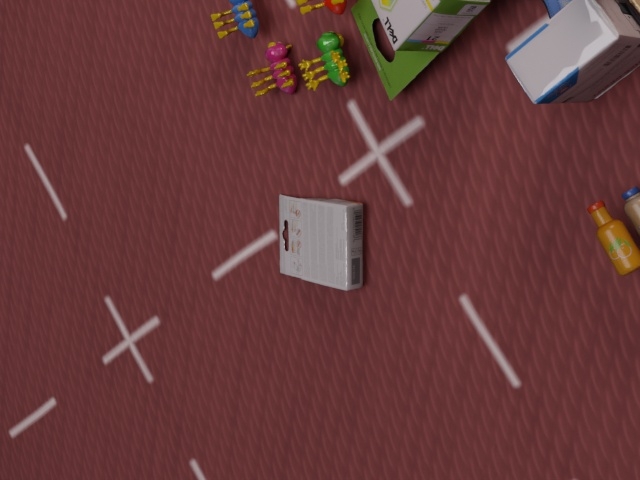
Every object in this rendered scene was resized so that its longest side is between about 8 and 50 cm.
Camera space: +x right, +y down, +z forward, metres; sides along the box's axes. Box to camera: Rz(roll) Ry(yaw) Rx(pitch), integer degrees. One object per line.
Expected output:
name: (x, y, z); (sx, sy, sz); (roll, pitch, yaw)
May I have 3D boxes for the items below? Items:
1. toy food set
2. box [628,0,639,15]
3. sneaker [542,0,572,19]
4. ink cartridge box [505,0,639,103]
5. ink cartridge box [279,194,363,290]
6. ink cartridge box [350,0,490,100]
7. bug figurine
toy food set: (0.479, -0.055, 1.409); (0.232, 0.111, 0.104); (-35, 79, 36)
box: (0.483, -0.356, 1.348); (0.201, 0.021, 0.164); (-37, 87, 11)
sneaker: (0.262, -0.416, 1.478); (0.330, 0.130, 0.147); (51, 119, 15)
ink cartridge box: (0.353, -0.251, 1.409); (0.140, 0.191, 0.082); (-39, 75, 32)
ink cartridge box: (0.000, 0.000, 1.799); (0.179, 0.045, 0.145); (13, 108, 51)
ink cartridge box: (0.109, -0.349, 1.559); (0.255, 0.097, 0.188); (-44, 61, 46)
bug figurine: (-0.043, -0.341, 1.715); (0.279, 0.072, 0.216); (-4, 110, 41)
